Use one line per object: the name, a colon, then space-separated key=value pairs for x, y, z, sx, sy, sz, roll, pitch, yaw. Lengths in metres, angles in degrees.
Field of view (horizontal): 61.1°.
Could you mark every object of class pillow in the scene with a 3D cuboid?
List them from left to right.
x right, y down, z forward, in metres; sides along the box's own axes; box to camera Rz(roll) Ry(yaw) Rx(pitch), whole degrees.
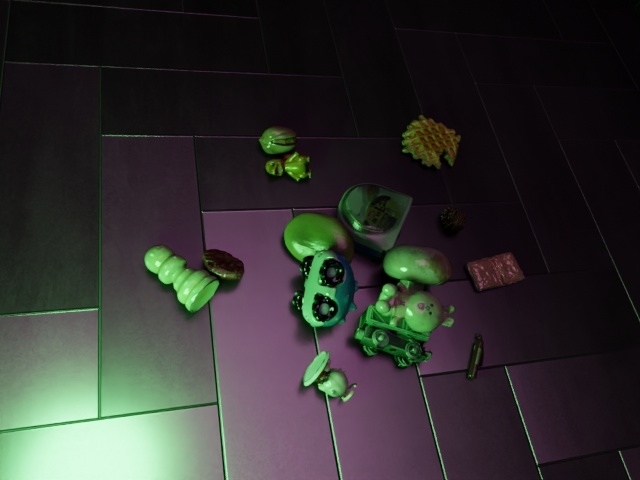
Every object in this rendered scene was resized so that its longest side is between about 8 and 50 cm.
pillow: x=0.671 y=0.118 z=2.077 sx=0.232 sy=0.043 sz=0.126 roll=-11 pitch=71 yaw=-23

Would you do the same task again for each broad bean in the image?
broad bean: x=0.000 y=0.000 z=1.893 sx=0.263 sy=0.121 sz=0.189 roll=23 pitch=92 yaw=0

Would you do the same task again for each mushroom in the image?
mushroom: x=0.331 y=0.127 z=1.882 sx=0.243 sy=0.243 sz=0.244 roll=7 pitch=61 yaw=-12

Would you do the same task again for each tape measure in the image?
tape measure: x=0.189 y=-0.086 z=1.997 sx=0.262 sy=0.138 sz=0.259 roll=28 pitch=57 yaw=0

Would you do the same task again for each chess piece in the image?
chess piece: x=-0.454 y=0.103 z=1.726 sx=0.243 sy=0.133 sz=0.133 roll=37 pitch=59 yaw=11

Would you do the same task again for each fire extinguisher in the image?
fire extinguisher: x=0.550 y=0.403 z=1.891 sx=0.048 sy=0.035 sz=0.173 roll=22 pitch=62 yaw=1

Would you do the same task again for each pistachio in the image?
pistachio: x=-0.159 y=-0.385 z=2.088 sx=0.149 sy=0.113 sz=0.113 roll=-4 pitch=62 yaw=-34

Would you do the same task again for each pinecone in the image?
pinecone: x=0.520 y=-0.083 z=2.115 sx=0.102 sy=0.102 sz=0.109 roll=-5 pitch=53 yaw=-18

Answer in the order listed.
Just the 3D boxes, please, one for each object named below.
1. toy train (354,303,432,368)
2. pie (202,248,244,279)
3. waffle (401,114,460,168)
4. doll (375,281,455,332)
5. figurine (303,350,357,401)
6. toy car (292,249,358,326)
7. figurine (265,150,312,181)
toy train: x=0.241 y=0.322 z=1.807 sx=0.269 sy=0.115 sz=0.154 roll=18 pitch=50 yaw=-6
pie: x=-0.319 y=0.078 z=1.783 sx=0.154 sy=0.036 sz=0.154 roll=22 pitch=23 yaw=-10
waffle: x=0.468 y=-0.417 z=2.302 sx=0.250 sy=0.056 sz=0.261 roll=26 pitch=61 yaw=-1
doll: x=0.299 y=0.218 z=1.765 sx=0.274 sy=0.113 sz=0.155 roll=16 pitch=67 yaw=-14
figurine: x=0.041 y=0.436 z=1.689 sx=0.153 sy=0.132 sz=0.132 roll=38 pitch=58 yaw=-7
toy car: x=0.034 y=0.160 z=1.776 sx=0.190 sy=0.188 sz=0.255 roll=10 pitch=89 yaw=-28
figurine: x=-0.122 y=-0.292 z=2.059 sx=0.176 sy=0.121 sz=0.122 roll=-7 pitch=36 yaw=-8
